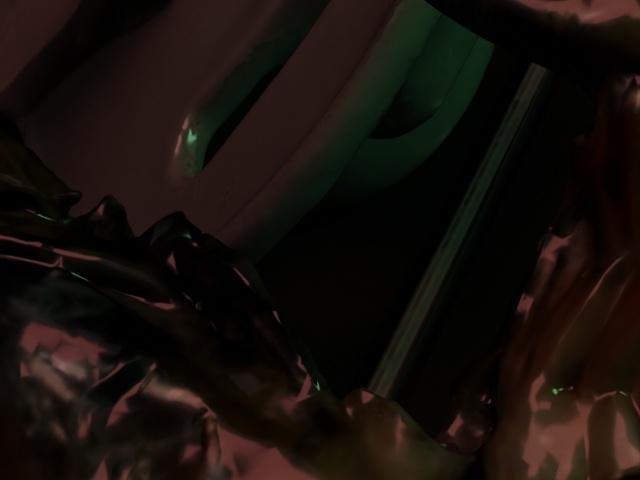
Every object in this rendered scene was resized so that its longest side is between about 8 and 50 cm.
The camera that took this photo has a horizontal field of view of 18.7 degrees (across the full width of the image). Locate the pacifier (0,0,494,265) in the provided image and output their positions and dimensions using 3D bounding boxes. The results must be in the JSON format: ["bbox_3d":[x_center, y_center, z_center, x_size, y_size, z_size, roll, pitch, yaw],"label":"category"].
[{"bbox_3d":[-0.067,-0.140,0.617,0.288,0.269,0.343,-52,33,13],"label":"pacifier"}]

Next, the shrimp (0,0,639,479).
[{"bbox_3d":[0.000,0.000,0.456,0.365,0.071,0.233,36,91,30],"label":"shrimp"}]
